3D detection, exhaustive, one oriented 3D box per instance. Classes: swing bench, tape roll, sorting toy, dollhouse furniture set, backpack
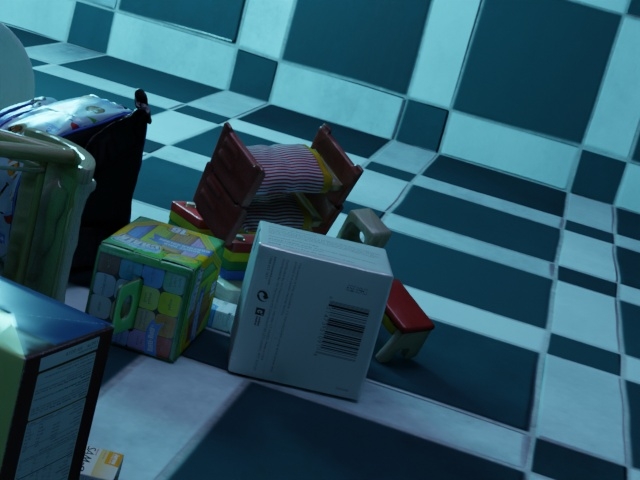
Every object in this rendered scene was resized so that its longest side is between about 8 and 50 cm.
[{"bbox_3d":[-0.411,-0.007,1.490,0.255,0.253,0.165,11,16,-17],"label":"swing bench"},{"bbox_3d":[-0.632,-0.262,2.143,0.286,0.286,0.100,5,17,-32],"label":"tape roll"},{"bbox_3d":[-0.102,0.013,2.032,0.255,0.089,0.257,3,19,-39],"label":"sorting toy"},{"bbox_3d":[0.000,0.000,1.847,0.201,0.152,0.374,-5,45,-41],"label":"dollhouse furniture set"},{"bbox_3d":[-0.386,-0.081,1.804,0.213,0.276,0.263,16,21,21],"label":"backpack"}]

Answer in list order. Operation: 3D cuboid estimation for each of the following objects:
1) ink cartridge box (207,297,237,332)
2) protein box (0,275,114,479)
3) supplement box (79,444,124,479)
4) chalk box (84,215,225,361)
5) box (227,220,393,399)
[{"bbox_3d":[-0.120,0.111,1.782,0.083,0.028,0.048,16,15,6],"label":"ink cartridge box"},{"bbox_3d":[-0.319,0.145,1.131,0.200,0.201,0.136,21,16,20],"label":"protein box"},{"bbox_3d":[-0.247,0.223,1.238,0.098,0.036,0.062,15,16,-3],"label":"supplement box"},{"bbox_3d":[-0.220,0.066,1.652,0.132,0.132,0.213,17,16,5],"label":"chalk box"},{"bbox_3d":[-0.015,0.090,1.666,0.182,0.181,0.119,13,15,-6],"label":"box"}]
